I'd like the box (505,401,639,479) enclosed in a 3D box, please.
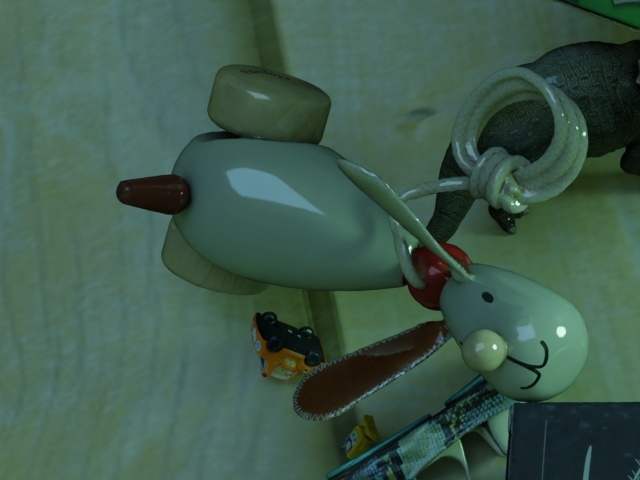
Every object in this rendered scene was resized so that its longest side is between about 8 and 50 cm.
[{"bbox_3d":[0.217,0.183,1.078,0.207,0.108,0.153,-1,64,20],"label":"box"}]

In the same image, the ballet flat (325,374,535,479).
[{"bbox_3d":[0.094,0.131,1.187,0.188,0.070,0.070,-35,57,1],"label":"ballet flat"}]

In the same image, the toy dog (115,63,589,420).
[{"bbox_3d":[0.000,0.000,1.156,0.333,0.161,0.220,5,101,40],"label":"toy dog"}]

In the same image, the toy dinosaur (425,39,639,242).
[{"bbox_3d":[0.168,-0.083,1.206,0.313,0.160,0.121,-12,60,12],"label":"toy dinosaur"}]

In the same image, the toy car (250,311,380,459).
[{"bbox_3d":[-0.013,0.104,1.237,0.040,0.060,0.122,-54,46,25],"label":"toy car"}]

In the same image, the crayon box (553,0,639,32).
[{"bbox_3d":[0.333,-0.206,1.105,0.313,0.106,0.363,-23,31,-25],"label":"crayon box"}]
